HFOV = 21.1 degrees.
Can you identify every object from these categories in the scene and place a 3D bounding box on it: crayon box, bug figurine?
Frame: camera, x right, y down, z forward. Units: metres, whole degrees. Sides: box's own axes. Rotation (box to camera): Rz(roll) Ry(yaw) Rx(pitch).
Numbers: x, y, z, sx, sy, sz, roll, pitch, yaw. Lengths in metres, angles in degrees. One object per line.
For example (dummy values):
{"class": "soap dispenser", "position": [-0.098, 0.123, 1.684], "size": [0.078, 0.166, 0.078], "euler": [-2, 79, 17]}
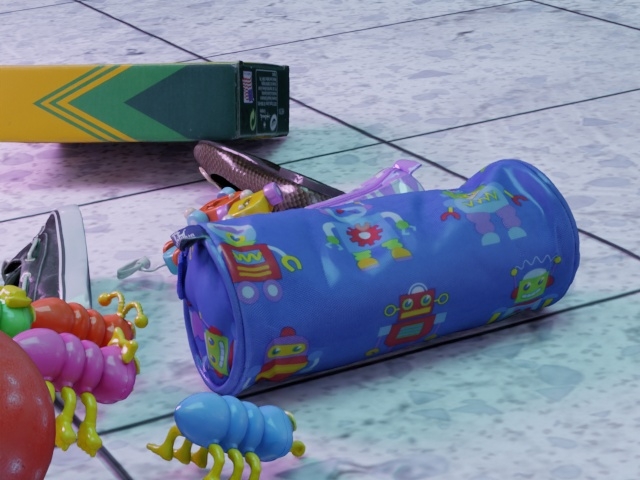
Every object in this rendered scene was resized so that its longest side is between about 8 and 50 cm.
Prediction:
{"class": "crayon box", "position": [-0.209, -0.141, 1.771], "size": [0.318, 0.081, 0.202], "euler": [1, 5, 14]}
{"class": "bug figurine", "position": [-0.146, 0.080, 1.112], "size": [0.216, 0.072, 0.279], "euler": [19, 4, -43]}

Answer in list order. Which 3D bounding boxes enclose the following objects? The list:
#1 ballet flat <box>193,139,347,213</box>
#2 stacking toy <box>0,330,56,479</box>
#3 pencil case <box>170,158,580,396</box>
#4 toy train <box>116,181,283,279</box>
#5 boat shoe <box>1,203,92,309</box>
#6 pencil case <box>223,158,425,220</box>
{"class": "ballet flat", "position": [-0.054, -0.045, 1.574], "size": [0.084, 0.058, 0.250], "euler": [19, 3, -33]}
{"class": "stacking toy", "position": [-0.233, 0.157, 0.664], "size": [0.330, 0.141, 0.141], "euler": [-41, 21, 5]}
{"class": "pencil case", "position": [0.036, 0.021, 1.259], "size": [0.306, 0.119, 0.133], "euler": [-13, 43, -26]}
{"class": "toy train", "position": [-0.093, 0.001, 1.471], "size": [0.125, 0.046, 0.166], "euler": [-18, 16, 38]}
{"class": "boat shoe", "position": [-0.218, 0.029, 1.359], "size": [0.070, 0.077, 0.219], "euler": [-6, 21, -8]}
{"class": "pencil case", "position": [0.000, 0.000, 1.381], "size": [0.206, 0.088, 0.086], "euler": [-21, 24, -41]}
